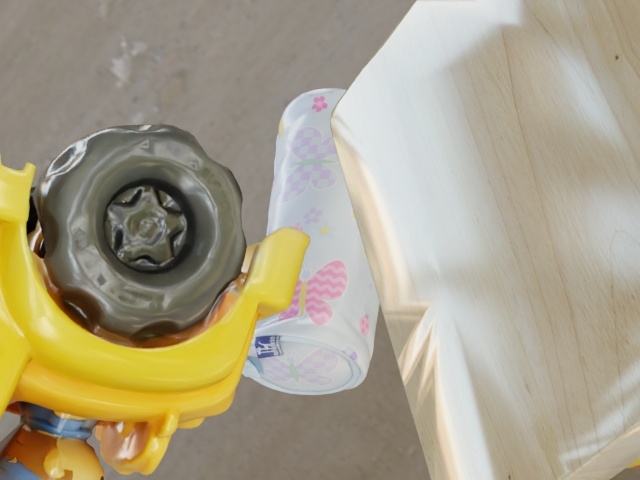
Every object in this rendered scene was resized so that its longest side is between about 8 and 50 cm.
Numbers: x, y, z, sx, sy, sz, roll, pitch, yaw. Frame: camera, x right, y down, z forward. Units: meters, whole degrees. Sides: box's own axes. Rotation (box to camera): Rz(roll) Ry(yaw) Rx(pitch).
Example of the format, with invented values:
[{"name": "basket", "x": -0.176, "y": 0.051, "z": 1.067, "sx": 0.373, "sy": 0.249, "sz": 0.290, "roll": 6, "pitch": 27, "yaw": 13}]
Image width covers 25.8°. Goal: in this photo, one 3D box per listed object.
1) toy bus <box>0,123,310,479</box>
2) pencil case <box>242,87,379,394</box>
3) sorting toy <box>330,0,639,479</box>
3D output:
[{"name": "toy bus", "x": -0.134, "y": 0.058, "z": 0.436, "sx": 0.149, "sy": 0.220, "sz": 0.211, "roll": -21, "pitch": 56, "yaw": 62}, {"name": "pencil case", "x": 0.000, "y": 0.000, "z": 1.225, "sx": 0.124, "sy": 0.113, "sz": 0.273, "roll": -9, "pitch": 55, "yaw": 33}, {"name": "sorting toy", "x": 0.129, "y": -0.029, "z": 0.618, "sx": 0.255, "sy": 0.089, "sz": 0.257, "roll": -50, "pitch": 44, "yaw": 42}]
